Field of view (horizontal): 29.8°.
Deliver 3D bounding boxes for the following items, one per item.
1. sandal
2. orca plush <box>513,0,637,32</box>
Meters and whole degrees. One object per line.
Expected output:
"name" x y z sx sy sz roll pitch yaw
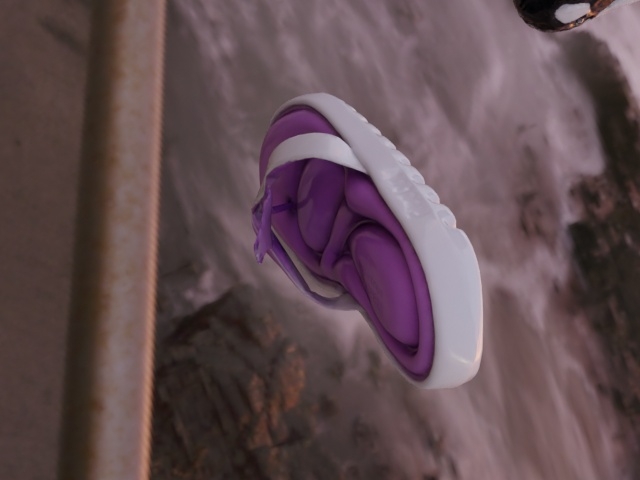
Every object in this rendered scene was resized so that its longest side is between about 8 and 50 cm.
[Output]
"sandal" -0.001 -0.015 0.925 0.102 0.416 0.169 -8 108 -18
"orca plush" 0.242 -0.242 0.817 0.151 0.287 0.102 66 26 -1
